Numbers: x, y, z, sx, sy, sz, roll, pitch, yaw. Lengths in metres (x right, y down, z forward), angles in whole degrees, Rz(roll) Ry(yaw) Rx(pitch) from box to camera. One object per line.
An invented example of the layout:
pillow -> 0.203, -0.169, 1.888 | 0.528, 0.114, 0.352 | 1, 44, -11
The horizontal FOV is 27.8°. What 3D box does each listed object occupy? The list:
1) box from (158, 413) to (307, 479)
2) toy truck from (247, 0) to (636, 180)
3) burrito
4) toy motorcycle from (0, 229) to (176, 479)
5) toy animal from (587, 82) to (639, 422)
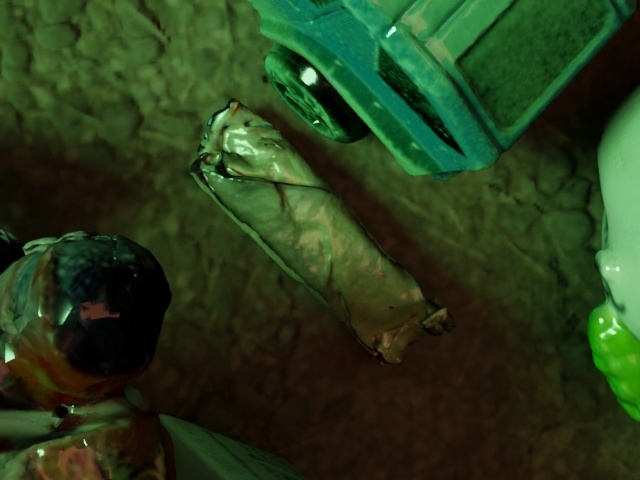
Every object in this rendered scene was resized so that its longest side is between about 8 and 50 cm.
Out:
box -> -0.044, 0.172, 0.611 | 0.099, 0.182, 0.133 | 23, 86, -22
toy truck -> 0.010, -0.165, 0.611 | 0.155, 0.156, 0.279 | -46, 106, -8
burrito -> -0.001, 0.000, 0.683 | 0.051, 0.042, 0.171 | -46, 108, -4
toy motorcycle -> -0.185, 0.022, 0.552 | 0.134, 0.401, 0.207 | -11, 139, -52
toy animal -> 0.244, 0.026, 0.672 | 0.267, 0.212, 0.212 | 44, 83, -20
